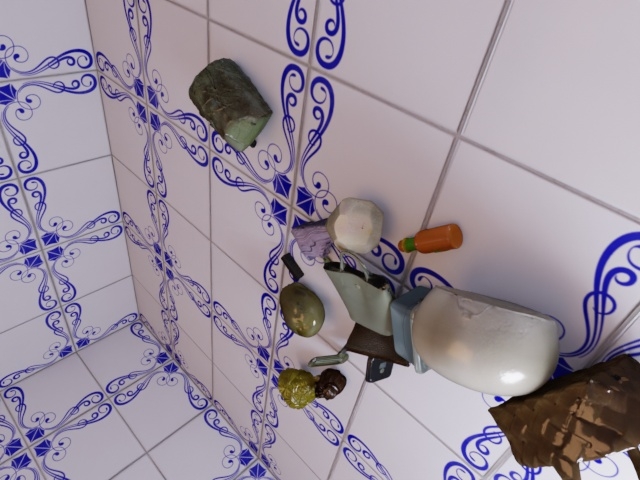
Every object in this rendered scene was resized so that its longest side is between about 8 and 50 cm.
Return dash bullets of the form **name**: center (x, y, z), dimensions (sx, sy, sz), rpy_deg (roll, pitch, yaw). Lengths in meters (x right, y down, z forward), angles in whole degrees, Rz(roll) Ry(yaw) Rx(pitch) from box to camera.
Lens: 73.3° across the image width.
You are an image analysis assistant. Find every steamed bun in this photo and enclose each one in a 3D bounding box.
- **steamed bun**: center (0.372, 0.235, 0.997), dimensions (0.324, 0.324, 0.206), rpy_deg (16, 92, 41)

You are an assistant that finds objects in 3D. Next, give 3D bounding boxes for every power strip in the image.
- **power strip**: center (-0.109, 0.100, 1.671), dimensions (0.111, 0.038, 0.029), rpy_deg (54, 139, 8)

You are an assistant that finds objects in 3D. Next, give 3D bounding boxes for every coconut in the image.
- **coconut**: center (0.095, -0.045, 1.251), dimensions (0.162, 0.161, 0.161), rpy_deg (10, 128, -1)

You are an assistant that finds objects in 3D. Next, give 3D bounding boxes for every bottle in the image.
- **bottle**: center (0.288, 0.002, 1.160), dimensions (0.187, 0.069, 0.069), rpy_deg (-13, 103, 52)

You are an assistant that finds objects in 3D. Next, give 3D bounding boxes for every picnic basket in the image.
- **picnic basket**: center (0.584, 0.443, 0.905), dimensions (0.337, 0.293, 0.337), rpy_deg (10, 103, 52)

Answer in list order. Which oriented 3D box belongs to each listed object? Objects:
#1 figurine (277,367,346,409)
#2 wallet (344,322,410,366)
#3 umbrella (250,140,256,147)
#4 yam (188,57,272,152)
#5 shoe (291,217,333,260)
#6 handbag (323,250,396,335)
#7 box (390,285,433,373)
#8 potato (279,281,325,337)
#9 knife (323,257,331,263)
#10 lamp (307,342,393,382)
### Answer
- **figurine**: center (-0.015, 0.604, 1.807), dimensions (0.315, 0.168, 0.187), rpy_deg (-28, 80, 42)
- **wallet**: center (0.199, 0.324, 1.404), dimensions (0.243, 0.133, 0.039), rpy_deg (1, 152, 42)
- **umbrella**: center (-0.276, -0.391, 1.567), dimensions (0.133, 0.031, 0.036), rpy_deg (49, 113, 15)
- **yam**: center (-0.301, -0.446, 1.443), dimensions (0.271, 0.201, 0.202), rpy_deg (47, 140, 7)
- **shoe**: center (0.000, 0.000, 1.454), dimensions (0.245, 0.095, 0.138), rpy_deg (-8, 109, 53)
- **handbag**: center (0.124, 0.155, 1.304), dimensions (0.241, 0.109, 0.315), rpy_deg (16, 152, 39)
- **box**: center (0.295, 0.247, 1.229), dimensions (0.130, 0.162, 0.227), rpy_deg (22, 128, 51)
- **potato**: center (-0.074, 0.263, 1.645), dimensions (0.178, 0.160, 0.235), rpy_deg (-52, 55, 23)
- **knife**: center (0.090, 0.163, 1.507), dimensions (0.293, 0.020, 0.043), rpy_deg (56, 139, 6)
- **lamp**: center (0.099, 0.418, 1.517), dimensions (0.283, 0.203, 0.125), rpy_deg (-2, 92, 52)
